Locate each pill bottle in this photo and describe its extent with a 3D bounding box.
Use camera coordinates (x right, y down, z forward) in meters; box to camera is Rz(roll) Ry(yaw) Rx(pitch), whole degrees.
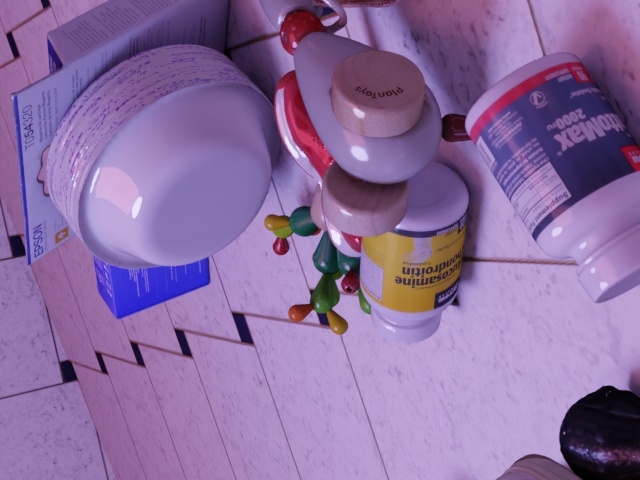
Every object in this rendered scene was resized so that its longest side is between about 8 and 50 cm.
[{"bbox_3d":[0.092,0.015,1.334,0.103,0.103,0.184,48,150,38],"label":"pill bottle"},{"bbox_3d":[0.203,-0.047,1.036,0.180,0.108,0.108,60,155,16],"label":"pill bottle"}]

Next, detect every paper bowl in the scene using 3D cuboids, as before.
[{"bbox_3d":[-0.174,-0.084,1.592,0.148,0.284,0.284,48,150,34],"label":"paper bowl"}]

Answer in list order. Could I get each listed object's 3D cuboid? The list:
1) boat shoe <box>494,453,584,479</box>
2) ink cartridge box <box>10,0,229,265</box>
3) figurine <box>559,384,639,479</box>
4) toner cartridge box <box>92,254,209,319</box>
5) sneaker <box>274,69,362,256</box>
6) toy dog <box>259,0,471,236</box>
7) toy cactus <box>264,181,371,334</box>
[{"bbox_3d":[0.245,0.284,1.055,0.302,0.098,0.109,32,136,37],"label":"boat shoe"},{"bbox_3d":[-0.261,-0.162,1.653,0.071,0.330,0.324,43,148,22],"label":"ink cartridge box"},{"bbox_3d":[0.313,0.239,1.086,0.209,0.092,0.214,7,117,59],"label":"figurine"},{"bbox_3d":[-0.261,-0.053,1.959,0.075,0.165,0.347,47,149,40],"label":"toner cartridge box"},{"bbox_3d":[0.040,-0.089,1.411,0.128,0.087,0.221,-4,117,56],"label":"sneaker"},{"bbox_3d":[0.054,-0.170,1.255,0.220,0.161,0.333,117,142,-64],"label":"toy dog"},{"bbox_3d":[0.000,0.000,1.545,0.219,0.112,0.180,-129,37,-52],"label":"toy cactus"}]
